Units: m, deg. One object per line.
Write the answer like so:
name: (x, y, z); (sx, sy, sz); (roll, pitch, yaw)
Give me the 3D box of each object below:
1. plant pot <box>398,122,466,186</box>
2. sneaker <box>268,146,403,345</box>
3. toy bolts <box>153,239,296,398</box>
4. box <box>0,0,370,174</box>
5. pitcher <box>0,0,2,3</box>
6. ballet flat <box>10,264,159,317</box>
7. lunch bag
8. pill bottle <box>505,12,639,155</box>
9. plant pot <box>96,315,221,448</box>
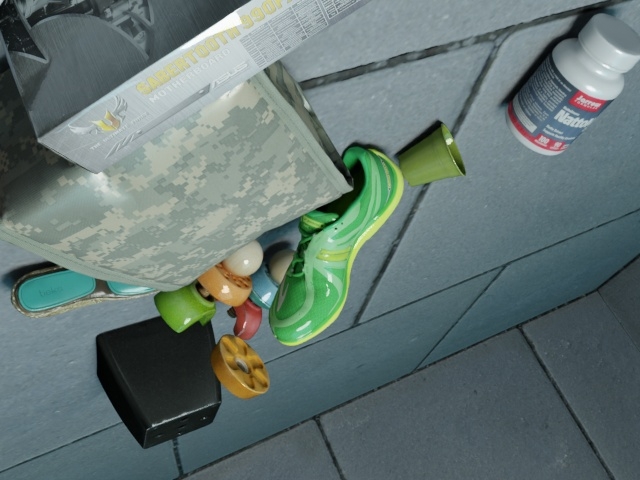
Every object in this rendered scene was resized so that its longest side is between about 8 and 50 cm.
plant pot: (0.158, -0.115, 0.928); (0.079, 0.083, 0.083); (-24, 160, 22)
sneaker: (0.000, 0.000, 0.879); (0.123, 0.109, 0.296); (32, 84, -47)
toy bolts: (-0.093, 0.094, 0.956); (0.158, 0.218, 0.228); (-40, 173, 14)
box: (-0.086, -0.176, 0.384); (0.231, 0.183, 0.056); (-30, 157, 7)
pitcher: (-0.187, -0.212, 0.300); (0.177, 0.125, 0.207); (-30, 151, -37)
ballet flat: (-0.283, 0.048, 0.812); (0.206, 0.073, 0.067); (-9, 179, -31)
lunch bag: (-0.118, -0.073, 0.587); (0.235, 0.169, 0.287); (-31, 153, 7)
pill bottle: (0.348, -0.213, 0.881); (0.108, 0.108, 0.180); (-13, 153, -31)
plant pot: (-0.265, 0.242, 1.091); (0.188, 0.167, 0.187); (-14, 153, -26)
